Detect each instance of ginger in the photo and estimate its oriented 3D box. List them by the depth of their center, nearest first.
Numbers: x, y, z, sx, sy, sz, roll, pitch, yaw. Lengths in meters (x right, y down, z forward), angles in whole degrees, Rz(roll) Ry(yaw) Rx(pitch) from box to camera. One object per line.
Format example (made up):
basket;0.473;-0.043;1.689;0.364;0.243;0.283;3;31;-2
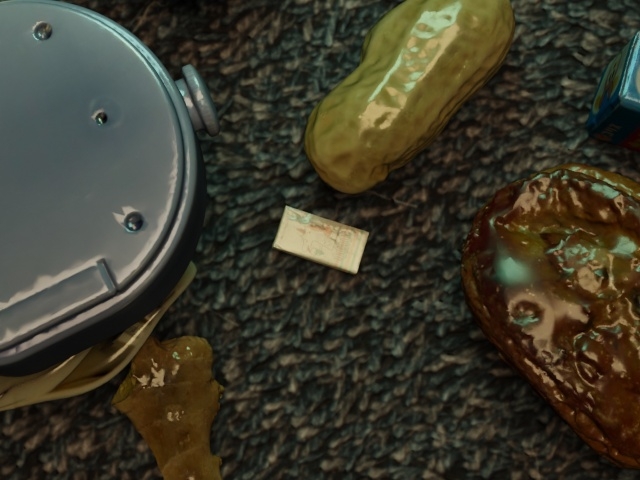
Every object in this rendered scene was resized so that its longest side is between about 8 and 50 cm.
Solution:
ginger;-0.140;0.241;1.616;0.131;0.086;0.294;-29;93;-18

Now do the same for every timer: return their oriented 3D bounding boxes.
timer;-0.286;-0.071;1.480;0.395;0.173;0.395;-1;76;3

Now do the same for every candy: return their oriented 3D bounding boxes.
candy;0.489;-0.143;1.664;0.306;0.157;0.100;16;81;0

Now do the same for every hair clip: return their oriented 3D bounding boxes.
hair clip;-0.279;0.085;1.583;0.282;0.113;0.172;-41;43;-6

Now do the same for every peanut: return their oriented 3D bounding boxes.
peanut;0.103;-0.188;1.656;0.152;0.152;0.313;40;85;3

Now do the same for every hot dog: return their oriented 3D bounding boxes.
hot dog;0.337;0.084;1.613;0.267;0.174;0.387;-41;87;-6

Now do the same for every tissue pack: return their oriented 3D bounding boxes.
tissue pack;0.000;0.000;1.681;0.108;0.023;0.056;19;81;-1
